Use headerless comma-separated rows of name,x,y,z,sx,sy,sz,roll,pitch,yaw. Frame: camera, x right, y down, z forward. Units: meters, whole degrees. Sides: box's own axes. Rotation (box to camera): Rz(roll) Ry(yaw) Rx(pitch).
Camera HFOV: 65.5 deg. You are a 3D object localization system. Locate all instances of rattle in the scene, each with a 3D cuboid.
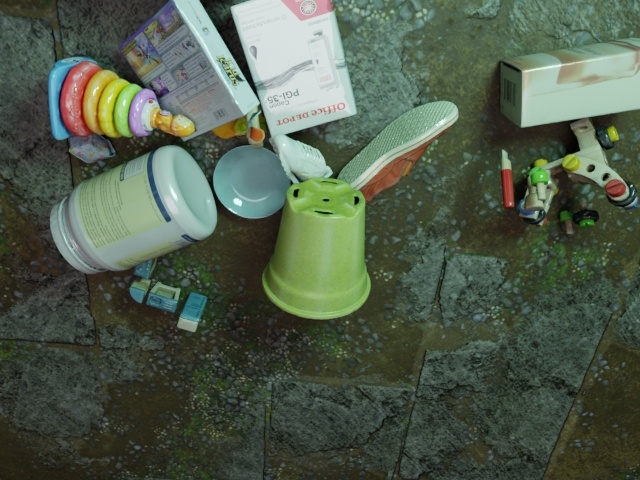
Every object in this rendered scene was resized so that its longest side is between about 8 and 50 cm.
rattle,-0.190,-0.259,1.114,0.142,0.200,0.130,10,120,-6

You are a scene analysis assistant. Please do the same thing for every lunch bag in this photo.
lunch bag,-0.554,-0.224,1.211,0.071,0.053,0.083,-12,156,17

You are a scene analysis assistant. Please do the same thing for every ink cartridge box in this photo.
ink cartridge box,-0.049,-0.395,1.093,0.207,0.117,0.283,-14,116,7

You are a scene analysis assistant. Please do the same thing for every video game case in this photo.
video game case,-0.284,-0.355,1.063,0.269,0.061,0.244,-4,126,48

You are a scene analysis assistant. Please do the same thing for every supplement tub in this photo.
supplement tub,-0.441,-0.065,1.194,0.324,0.235,0.236,-20,115,10

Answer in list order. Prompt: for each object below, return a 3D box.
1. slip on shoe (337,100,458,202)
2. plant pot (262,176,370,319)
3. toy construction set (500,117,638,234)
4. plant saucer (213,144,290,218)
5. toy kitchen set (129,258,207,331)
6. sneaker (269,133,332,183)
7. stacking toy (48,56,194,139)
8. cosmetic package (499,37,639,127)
slip on shoe,0.190,-0.210,1.197,0.331,0.123,0.101,-39,128,20
plant pot,0.000,0.000,1.184,0.275,0.276,0.254,4,125,-2
toy construction set,0.560,-0.174,1.174,0.308,0.257,0.238,6,73,-21
plant saucer,-0.171,-0.151,1.261,0.194,0.037,0.195,0,116,1
toy kitchen set,-0.407,0.123,1.352,0.206,0.122,0.166,18,115,-9
sneaker,-0.044,-0.192,1.167,0.094,0.235,0.090,-24,70,9
stacking toy,-0.420,-0.284,1.093,0.301,0.175,0.166,16,119,4
cosmetic package,0.566,-0.351,1.098,0.295,0.153,0.129,-8,117,3
